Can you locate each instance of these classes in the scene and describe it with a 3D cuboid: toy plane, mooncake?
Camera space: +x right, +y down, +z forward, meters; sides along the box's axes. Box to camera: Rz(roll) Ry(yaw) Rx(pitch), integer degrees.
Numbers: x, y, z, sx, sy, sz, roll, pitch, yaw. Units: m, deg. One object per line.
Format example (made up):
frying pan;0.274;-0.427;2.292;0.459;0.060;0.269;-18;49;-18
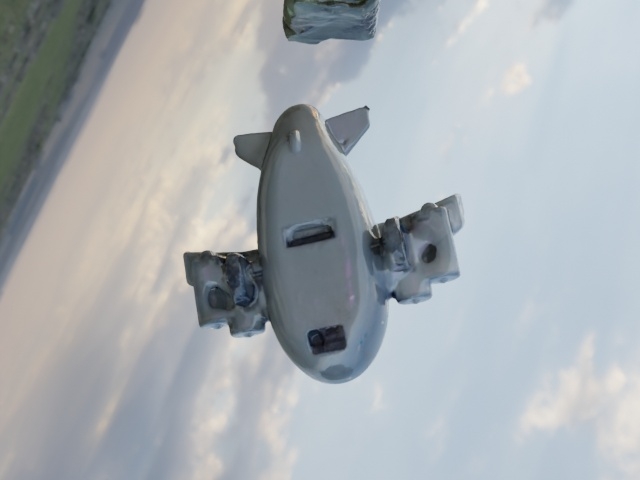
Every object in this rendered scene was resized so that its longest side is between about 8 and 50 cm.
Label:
toy plane;0.000;0.000;0.947;0.245;0.244;0.117;-65;164;-8
mooncake;0.016;-0.309;1.487;0.125;0.129;0.073;111;-19;-72
